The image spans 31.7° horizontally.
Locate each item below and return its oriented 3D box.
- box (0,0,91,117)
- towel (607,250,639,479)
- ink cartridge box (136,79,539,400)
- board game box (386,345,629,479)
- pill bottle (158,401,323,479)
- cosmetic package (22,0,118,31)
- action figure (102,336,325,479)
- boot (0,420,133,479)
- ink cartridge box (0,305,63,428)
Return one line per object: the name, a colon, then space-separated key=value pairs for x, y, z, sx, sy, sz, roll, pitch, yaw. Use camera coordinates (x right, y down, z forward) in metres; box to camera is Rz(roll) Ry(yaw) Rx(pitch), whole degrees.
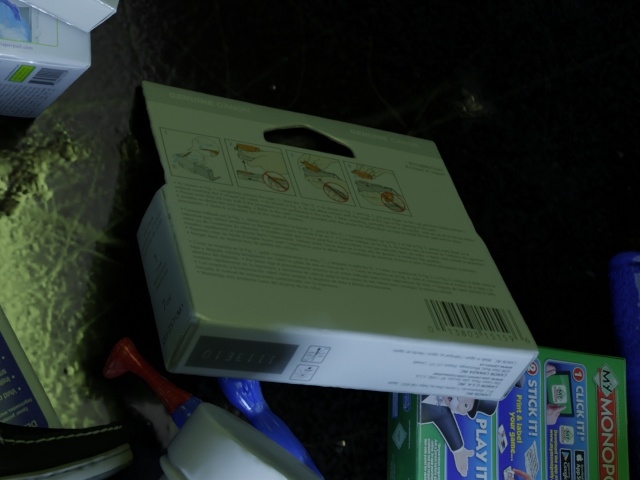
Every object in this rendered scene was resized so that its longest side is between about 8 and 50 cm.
box: x=-0.222 y=-0.197 z=0.747 sx=0.103 sy=0.114 sz=0.203 roll=3 pitch=77 yaw=-32
towel: x=0.360 y=0.163 z=1.013 sx=0.228 sy=0.076 sz=0.308 roll=3 pitch=76 yaw=-22
ink cartridge box: x=0.000 y=0.000 z=0.836 sx=0.275 sy=0.060 sz=0.239 roll=9 pitch=40 yaw=-28
board game box: x=0.152 y=0.239 z=0.885 sx=0.214 sy=0.046 sz=0.317 roll=11 pitch=72 yaw=-28
pill bottle: x=-0.095 y=0.216 z=0.655 sx=0.131 sy=0.131 sz=0.229 roll=36 pitch=87 yaw=-17
cosmetic package: x=-0.148 y=-0.195 z=0.699 sx=0.060 sy=0.041 sz=0.115 roll=25 pitch=64 yaw=-30
action figure: x=-0.031 y=0.179 z=0.783 sx=0.280 sy=0.139 sz=0.091 roll=44 pitch=60 yaw=14
boot: x=-0.226 y=0.066 z=0.622 sx=0.236 sy=0.085 sz=0.178 roll=-3 pitch=76 yaw=-29
ink cartridge box: x=-0.277 y=0.066 z=0.678 sx=0.165 sy=0.065 sz=0.332 roll=-27 pitch=90 yaw=-32
